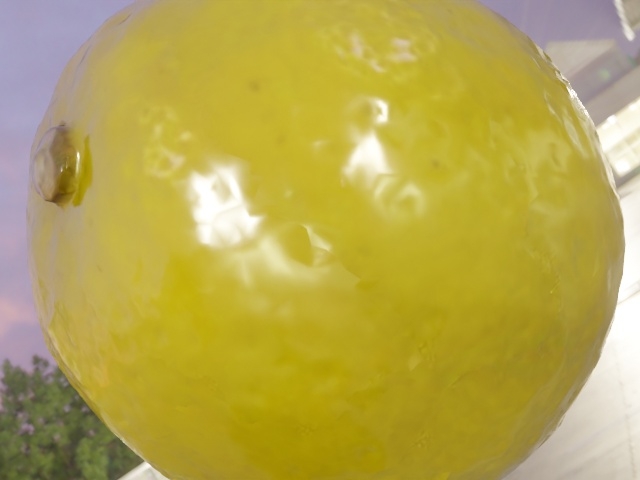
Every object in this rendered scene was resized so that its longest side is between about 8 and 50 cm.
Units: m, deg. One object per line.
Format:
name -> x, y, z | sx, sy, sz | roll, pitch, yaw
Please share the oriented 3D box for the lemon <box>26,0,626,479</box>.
lemon -> 0.000, 0.000, 0.517 | 0.348, 0.348, 0.348 | -34, -6, -4
